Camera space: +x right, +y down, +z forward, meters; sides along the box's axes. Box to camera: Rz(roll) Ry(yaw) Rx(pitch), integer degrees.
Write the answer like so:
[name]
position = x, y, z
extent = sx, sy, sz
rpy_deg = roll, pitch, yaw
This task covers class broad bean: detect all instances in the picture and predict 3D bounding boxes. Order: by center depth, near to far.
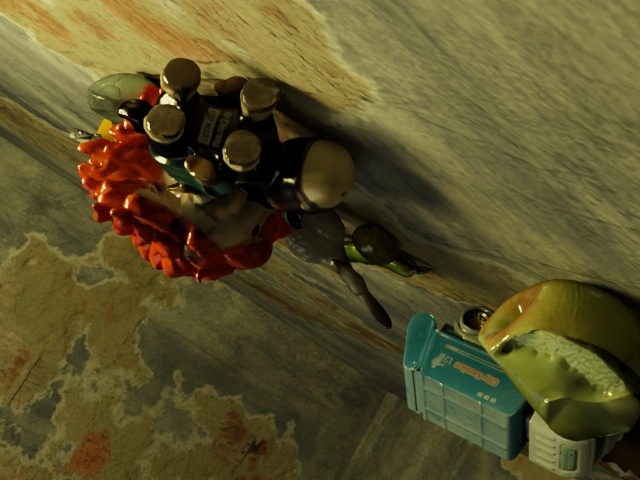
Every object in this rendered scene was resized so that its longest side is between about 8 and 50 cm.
[broad bean]
position = 0.089, 0.028, 1.650
extent = 0.069, 0.039, 0.226
rpy_deg = 30, 172, -38

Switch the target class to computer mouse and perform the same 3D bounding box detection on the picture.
[computer mouse]
position = -0.256, -0.195, 1.445
extent = 0.113, 0.068, 0.229
rpy_deg = 15, 178, 12

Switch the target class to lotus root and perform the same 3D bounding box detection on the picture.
[lotus root]
position = 0.086, 0.010, 1.534
extent = 0.054, 0.049, 0.099
rpy_deg = 18, 169, 43

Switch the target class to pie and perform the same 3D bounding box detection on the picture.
[pie]
position = 0.522, 0.340, 1.679
extent = 0.273, 0.069, 0.273
rpy_deg = 14, -170, -2

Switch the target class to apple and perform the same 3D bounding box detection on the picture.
[apple]
position = 0.297, 0.134, 1.200
extent = 0.188, 0.174, 0.207
rpy_deg = 52, 167, -12

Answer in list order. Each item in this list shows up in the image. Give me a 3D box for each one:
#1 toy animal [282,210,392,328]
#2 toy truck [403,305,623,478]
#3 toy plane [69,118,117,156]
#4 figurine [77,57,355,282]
[toy animal]
position = -0.006, -0.008, 1.527
extent = 0.195, 0.090, 0.324
rpy_deg = 49, 176, -35
[toy truck]
position = 0.295, 0.235, 1.602
extent = 0.367, 0.175, 0.146
rpy_deg = 22, 142, 32
[toy plane]
position = -0.295, -0.115, 1.846
extent = 0.316, 0.103, 0.204
rpy_deg = 26, 169, 21
[figurine]
position = -0.129, -0.086, 1.276
extent = 0.306, 0.241, 0.411
rpy_deg = 9, 163, -29
